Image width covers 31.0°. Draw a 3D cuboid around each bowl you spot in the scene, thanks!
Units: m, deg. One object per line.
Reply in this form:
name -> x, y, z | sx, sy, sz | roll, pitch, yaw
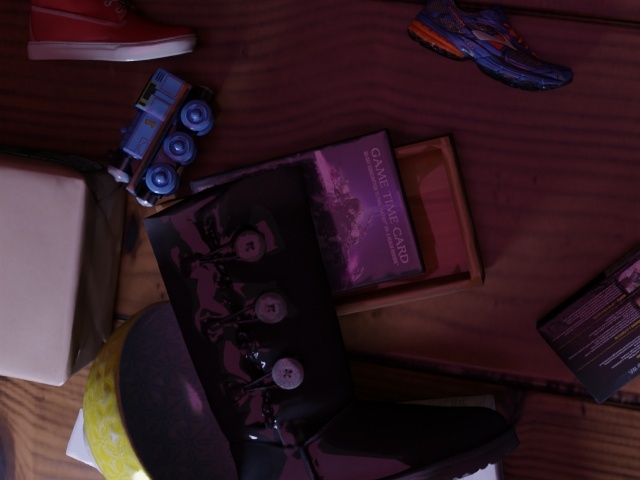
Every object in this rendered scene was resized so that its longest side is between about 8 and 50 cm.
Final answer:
bowl -> -0.213, 0.238, 1.502 | 0.156, 0.289, 0.289 | -25, 94, 29

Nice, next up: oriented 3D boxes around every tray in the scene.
tray -> 0.000, 0.000, 1.574 | 0.411, 0.076, 0.202 | -12, 98, 14

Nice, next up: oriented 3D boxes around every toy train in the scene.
toy train -> -0.218, -0.140, 1.573 | 0.105, 0.080, 0.184 | 29, 87, -1

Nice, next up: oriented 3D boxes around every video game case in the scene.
video game case -> -0.018, -0.019, 1.524 | 0.274, 0.026, 0.196 | -14, 97, 12

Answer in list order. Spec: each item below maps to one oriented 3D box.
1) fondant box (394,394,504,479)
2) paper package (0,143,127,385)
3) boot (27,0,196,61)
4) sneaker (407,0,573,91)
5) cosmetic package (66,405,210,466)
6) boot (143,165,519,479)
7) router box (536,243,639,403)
fondant box -> 0.090, 0.353, 1.608 | 0.330, 0.096, 0.238 | -7, 98, 13
paper package -> -0.460, 0.019, 1.620 | 0.325, 0.168, 0.309 | 10, 102, 10
boot -> -0.286, -0.331, 1.566 | 0.244, 0.088, 0.176 | 4, 99, 14
sneaker -> 0.225, -0.257, 1.482 | 0.221, 0.083, 0.087 | 25, 96, 2
cosmetic package -> -0.231, 0.299, 1.650 | 0.231, 0.117, 0.085 | 21, 102, 8
boot -> 0.014, 0.116, 1.466 | 0.367, 0.146, 0.445 | -18, 83, -9
router box -> 0.396, 0.111, 1.529 | 0.179, 0.046, 0.133 | -39, 91, 15
